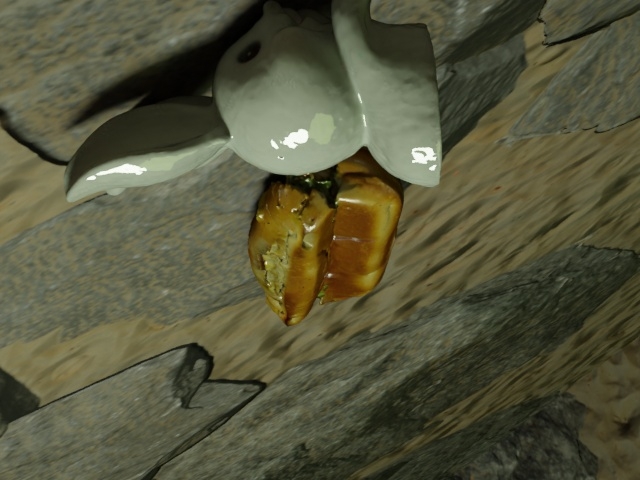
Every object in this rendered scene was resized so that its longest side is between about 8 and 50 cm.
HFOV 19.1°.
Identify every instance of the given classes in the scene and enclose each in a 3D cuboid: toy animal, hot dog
[{"bbox_3d":[-0.043,-0.086,1.118,0.220,0.131,0.104,-5,-162,2],"label":"toy animal"},{"bbox_3d":[0.000,0.000,1.443,0.115,0.072,0.269,-27,165,-14],"label":"hot dog"}]
